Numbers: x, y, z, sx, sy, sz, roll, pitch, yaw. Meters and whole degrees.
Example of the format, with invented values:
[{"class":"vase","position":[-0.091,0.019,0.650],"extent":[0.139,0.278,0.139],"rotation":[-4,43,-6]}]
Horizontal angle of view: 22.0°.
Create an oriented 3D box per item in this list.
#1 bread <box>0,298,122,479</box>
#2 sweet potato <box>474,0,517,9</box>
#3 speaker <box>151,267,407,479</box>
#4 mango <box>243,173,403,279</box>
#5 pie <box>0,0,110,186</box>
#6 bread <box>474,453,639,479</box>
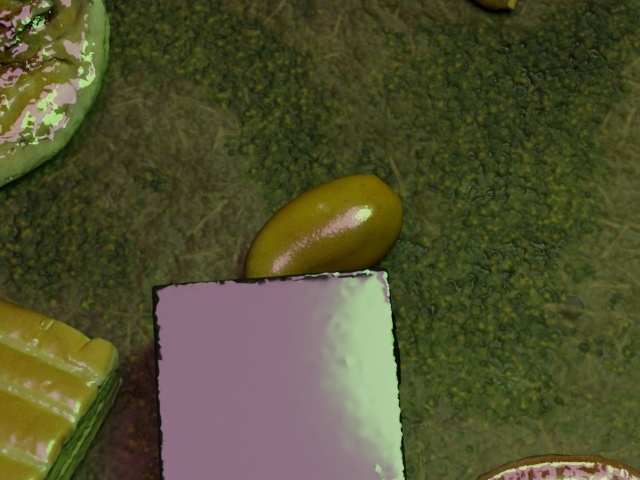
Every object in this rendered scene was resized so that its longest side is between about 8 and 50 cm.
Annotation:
[{"class":"bread","position":[-0.344,0.165,1.580],"extent":[0.246,0.111,0.239],"rotation":[20,55,12]},{"class":"sweet potato","position":[0.151,-0.327,1.826],"extent":[0.056,0.056,0.195],"rotation":[-39,82,-14]},{"class":"speaker","position":[-0.036,0.175,1.559],"extent":[0.232,0.184,0.254],"rotation":[-4,71,-2]},{"class":"mango","position":[0.000,0.000,1.683],"extent":[0.184,0.085,0.102],"rotation":[-31,75,-1]},{"class":"pie","position":[-0.385,-0.204,1.763],"extent":[0.339,0.077,0.339],"rotation":[0,68,-1]},{"class":"bread","position":[0.229,0.299,1.543],"extent":[0.244,0.123,0.190],"rotation":[-15,68,-8]}]
